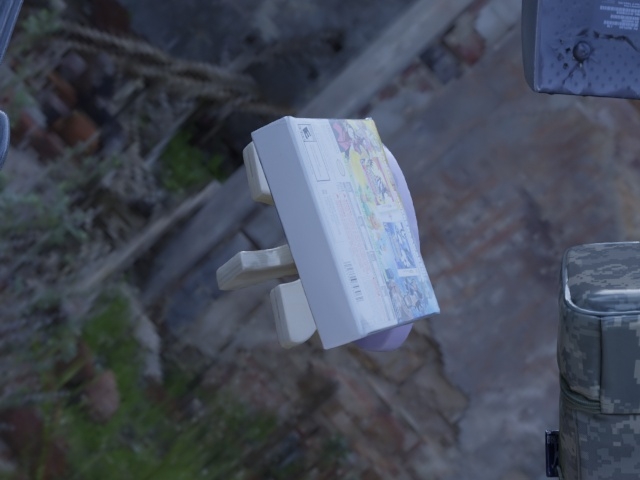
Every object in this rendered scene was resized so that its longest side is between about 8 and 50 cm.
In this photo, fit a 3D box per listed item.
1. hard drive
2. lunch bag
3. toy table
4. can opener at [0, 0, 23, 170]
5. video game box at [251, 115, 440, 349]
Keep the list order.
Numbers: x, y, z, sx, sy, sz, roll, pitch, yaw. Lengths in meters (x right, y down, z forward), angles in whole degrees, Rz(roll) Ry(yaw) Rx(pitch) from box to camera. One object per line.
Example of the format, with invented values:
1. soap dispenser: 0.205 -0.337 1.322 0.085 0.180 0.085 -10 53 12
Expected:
1. hard drive: 0.233 -0.235 1.064 0.172 0.255 0.054 1 13 -24
2. lunch bag: 0.358 0.141 1.292 0.212 0.305 0.256 -65 151 -73
3. toy table: 0.000 0.000 1.684 0.161 0.252 0.274 2 55 -33
4. can opener: -0.378 -0.189 1.607 0.093 0.280 0.074 13 -9 -3
5. video game box: 0.027 -0.013 1.301 0.187 0.048 0.205 -8 78 -61
